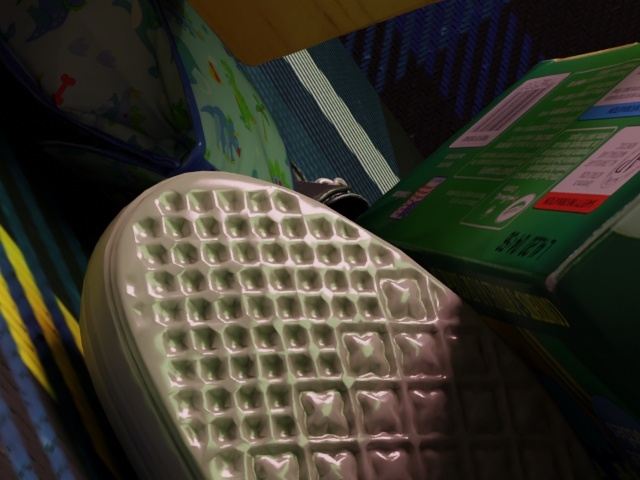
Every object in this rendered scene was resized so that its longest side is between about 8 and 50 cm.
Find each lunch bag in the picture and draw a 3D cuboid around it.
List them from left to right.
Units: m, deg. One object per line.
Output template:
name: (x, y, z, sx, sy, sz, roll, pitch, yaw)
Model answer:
lunch bag: (-0.076, -0.060, 0.858, 0.151, 0.096, 0.129, 48, 3, 28)

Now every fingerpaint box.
fingerpaint box: (0.212, 0.096, 0.838, 0.371, 0.163, 0.445, 50, -4, -8)

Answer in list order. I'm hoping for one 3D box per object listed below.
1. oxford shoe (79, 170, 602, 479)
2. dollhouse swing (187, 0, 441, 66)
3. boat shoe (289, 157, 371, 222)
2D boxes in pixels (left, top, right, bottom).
oxford shoe: (0.064, 0.166, 0.707, 0.449, 0.169, 0.130, 47, -36, -8)
dollhouse swing: (-0.007, -0.283, 0.847, 0.315, 0.305, 0.347, 49, 5, -27)
boat shoe: (0.000, 0.000, 1.144, 0.084, 0.079, 0.233, 50, 8, -24)
